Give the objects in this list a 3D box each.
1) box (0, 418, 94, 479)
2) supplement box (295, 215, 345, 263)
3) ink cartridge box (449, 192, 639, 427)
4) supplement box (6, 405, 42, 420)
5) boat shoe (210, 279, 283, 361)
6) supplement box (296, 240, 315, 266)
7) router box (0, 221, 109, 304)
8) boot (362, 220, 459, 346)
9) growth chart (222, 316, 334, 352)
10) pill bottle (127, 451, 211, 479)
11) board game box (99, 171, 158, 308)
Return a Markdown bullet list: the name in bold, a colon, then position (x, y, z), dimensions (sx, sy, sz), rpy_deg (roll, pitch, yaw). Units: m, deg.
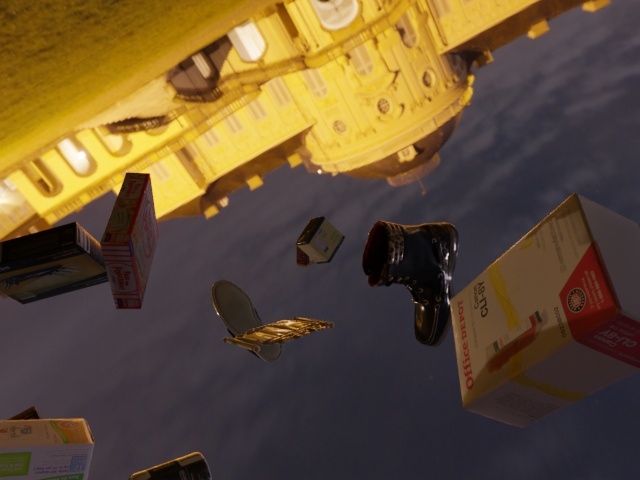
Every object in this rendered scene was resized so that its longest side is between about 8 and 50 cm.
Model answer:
- **box**: position (-0.453, 0.335, 0.777), dimensions (0.103, 0.203, 0.114), rpy_deg (10, -90, 58)
- **supplement box**: position (0.000, 0.000, 1.301), dimensions (0.056, 0.083, 0.083), rpy_deg (-9, -137, 56)
- **ink cartridge box**: position (0.432, 0.147, 1.014), dimensions (0.384, 0.160, 0.279), rpy_deg (-54, -159, 42)
- **supplement box**: position (-0.936, 0.662, 1.643), dimensions (0.191, 0.129, 0.194), rpy_deg (-26, -138, -30)
- **boat shoe**: position (-0.265, 0.273, 1.795), dimensions (0.113, 0.340, 0.127), rpy_deg (-11, -145, 56)
- **supplement box**: position (-0.045, 0.037, 1.700), dimensions (0.043, 0.083, 0.055), rpy_deg (13, -158, 32)
- **router box**: position (-0.795, 0.073, 1.546), dimensions (0.309, 0.243, 0.081), rpy_deg (-15, -118, 1)
- **boot**: position (0.258, 0.122, 1.543), dimensions (0.284, 0.377, 0.138), rpy_deg (6, -176, -34)
- **growth chart**: position (-0.099, 0.227, 1.306), dimensions (0.237, 0.021, 0.172), rpy_deg (-12, -171, -35)
- **pill bottle**: position (-0.425, 0.665, 1.413), dimensions (0.246, 0.130, 0.130), rpy_deg (-6, -173, -36)
- **board game box**: position (-0.321, -0.003, 0.908), dimensions (0.045, 0.146, 0.193), rpy_deg (1, -139, -7)
